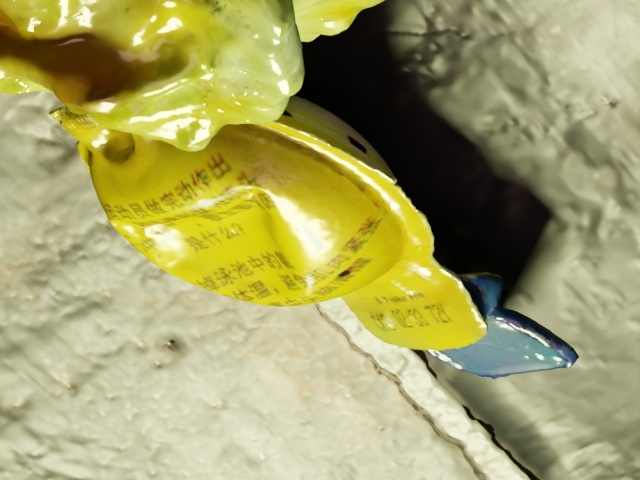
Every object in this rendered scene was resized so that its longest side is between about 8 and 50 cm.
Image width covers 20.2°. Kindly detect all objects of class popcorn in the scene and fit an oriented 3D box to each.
[{"bbox_3d":[-0.067,-0.141,0.595,0.221,0.183,0.204,27,135,-33],"label":"popcorn"}]

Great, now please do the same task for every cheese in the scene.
[{"bbox_3d":[0.000,0.000,0.748,0.250,0.064,0.156,33,154,-30],"label":"cheese"}]
